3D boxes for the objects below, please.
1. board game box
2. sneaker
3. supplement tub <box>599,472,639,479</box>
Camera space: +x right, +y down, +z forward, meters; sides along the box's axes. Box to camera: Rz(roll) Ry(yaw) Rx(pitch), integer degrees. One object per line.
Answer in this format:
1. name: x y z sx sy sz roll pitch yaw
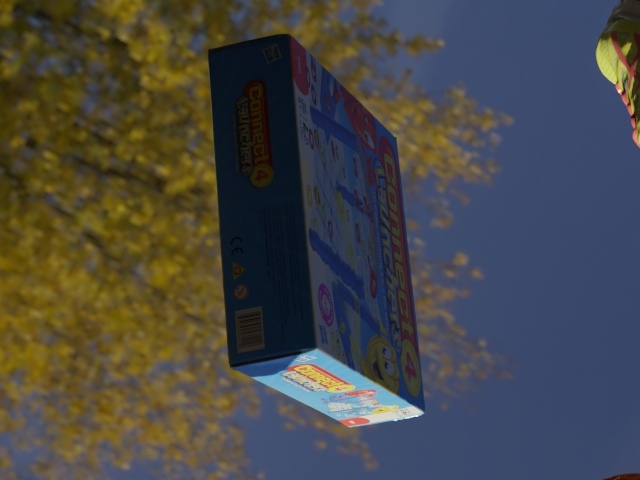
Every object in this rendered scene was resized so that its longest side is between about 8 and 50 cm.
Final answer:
1. board game box: 0.000 0.000 1.733 0.086 0.302 0.308 -12 -109 19
2. sneaker: 0.201 -0.077 1.015 0.094 0.081 0.208 -61 -162 4
3. supplement tub: 0.240 0.268 1.287 0.117 0.190 0.117 -24 -162 8
